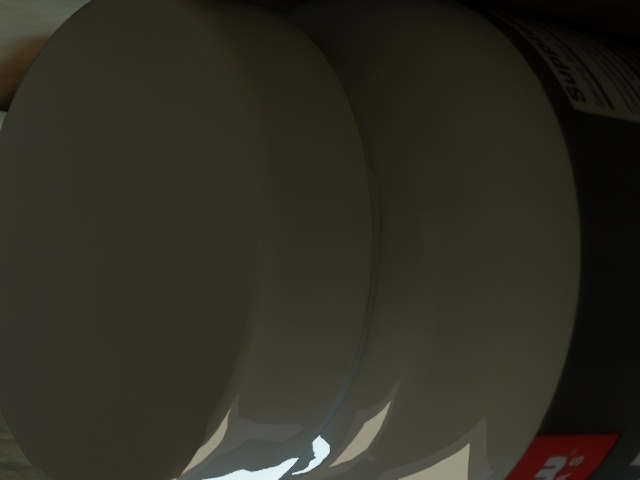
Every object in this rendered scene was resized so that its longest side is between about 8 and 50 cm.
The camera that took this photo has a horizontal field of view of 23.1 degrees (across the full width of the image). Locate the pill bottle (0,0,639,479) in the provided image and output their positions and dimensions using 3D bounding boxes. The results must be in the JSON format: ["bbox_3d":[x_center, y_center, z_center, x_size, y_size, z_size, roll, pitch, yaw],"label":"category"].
[{"bbox_3d":[0.064,0.014,0.626,0.363,0.210,0.210,5,172,-41],"label":"pill bottle"}]
